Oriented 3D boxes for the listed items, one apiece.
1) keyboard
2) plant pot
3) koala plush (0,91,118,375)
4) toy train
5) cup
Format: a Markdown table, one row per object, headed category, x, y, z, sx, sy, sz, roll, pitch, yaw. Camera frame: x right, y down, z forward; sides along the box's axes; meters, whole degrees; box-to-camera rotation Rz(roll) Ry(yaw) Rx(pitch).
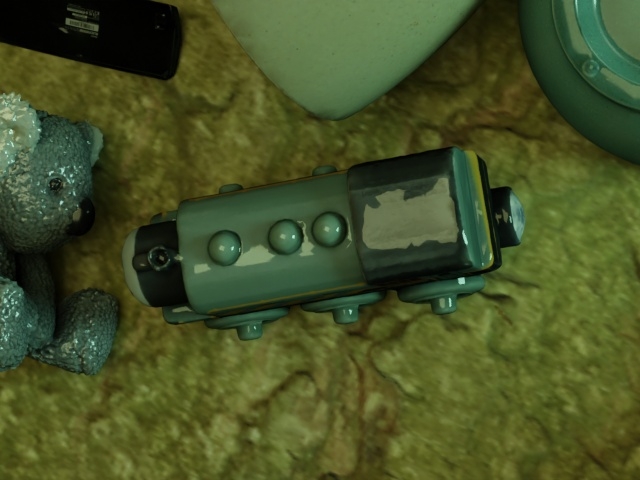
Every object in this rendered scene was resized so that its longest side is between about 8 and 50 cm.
| category | x | y | z | sx | sy | sz | roll | pitch | yaw |
| --- | --- | --- | --- | --- | --- | --- | --- | --- | --- |
| keyboard | -0.214 | -0.217 | 1.524 | 0.192 | 0.038 | 0.100 | 15 | 112 | 14 |
| plant pot | 0.283 | -0.190 | 1.274 | 0.293 | 0.196 | 0.293 | 2 | 97 | 19 |
| koala plush | -0.275 | -0.018 | 1.439 | 0.203 | 0.196 | 0.221 | 24 | 95 | 25 |
| toy train | 0.000 | 0.000 | 1.362 | 0.334 | 0.190 | 0.142 | -9 | 83 | 13 |
| cup | 0.045 | -0.293 | 1.282 | 0.237 | 0.331 | 0.331 | -25 | 79 | 22 |
